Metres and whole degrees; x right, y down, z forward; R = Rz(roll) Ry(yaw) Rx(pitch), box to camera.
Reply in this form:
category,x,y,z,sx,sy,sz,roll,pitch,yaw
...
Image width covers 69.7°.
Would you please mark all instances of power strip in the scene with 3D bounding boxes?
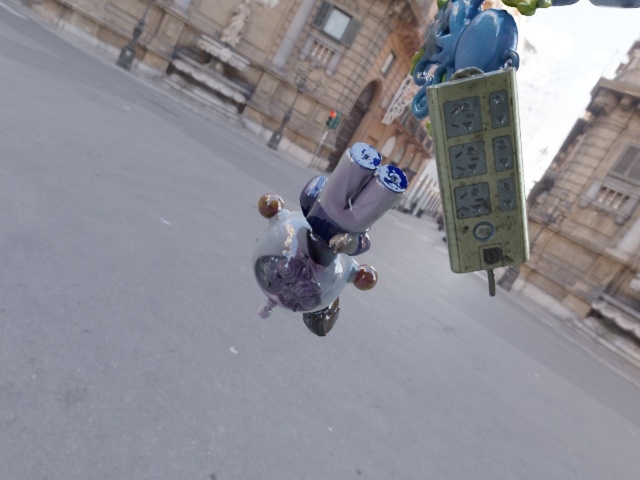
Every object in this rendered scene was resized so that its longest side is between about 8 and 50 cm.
category,x,y,z,sx,sy,sz,roll,pitch,yaw
power strip,0.182,-0.056,0.521,0.092,0.268,0.034,-10,19,9

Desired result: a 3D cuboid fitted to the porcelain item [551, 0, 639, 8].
category,x,y,z,sx,sy,sz,roll,pitch,yaw
porcelain item,0.602,-0.551,0.824,0.404,0.243,0.179,-14,50,-9

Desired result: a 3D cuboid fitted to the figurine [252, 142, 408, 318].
category,x,y,z,sx,sy,sz,roll,pitch,yaw
figurine,0.010,0.005,0.618,0.194,0.274,0.133,54,39,-16

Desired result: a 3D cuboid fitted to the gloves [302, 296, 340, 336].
category,x,y,z,sx,sy,sz,roll,pitch,yaw
gloves,-0.013,0.098,1.079,0.124,0.204,0.164,-1,27,4

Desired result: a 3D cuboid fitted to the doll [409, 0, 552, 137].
category,x,y,z,sx,sy,sz,roll,pitch,yaw
doll,0.295,-0.382,0.927,0.098,0.346,0.341,8,34,-19
